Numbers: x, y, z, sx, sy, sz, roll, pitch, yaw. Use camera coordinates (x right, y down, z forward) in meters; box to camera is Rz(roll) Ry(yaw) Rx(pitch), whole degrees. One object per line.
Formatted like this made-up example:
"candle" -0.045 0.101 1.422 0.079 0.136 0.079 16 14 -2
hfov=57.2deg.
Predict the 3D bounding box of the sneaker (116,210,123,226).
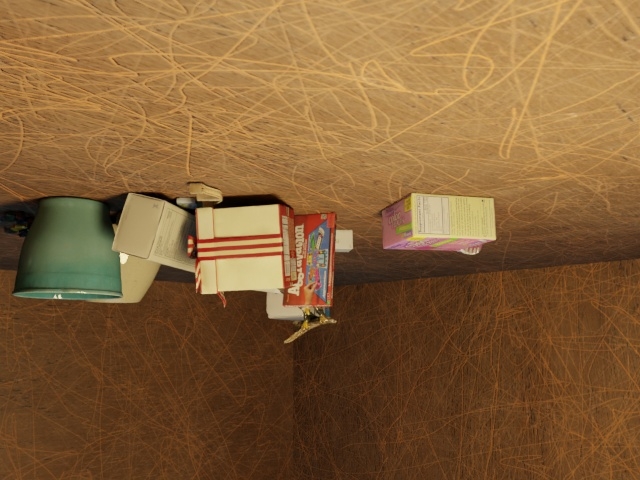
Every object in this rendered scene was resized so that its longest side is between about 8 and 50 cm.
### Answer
"sneaker" -0.530 -0.060 1.694 0.134 0.051 0.070 -13 160 37

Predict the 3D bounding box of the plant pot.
"plant pot" -0.666 0.024 1.579 0.271 0.255 0.272 0 170 0

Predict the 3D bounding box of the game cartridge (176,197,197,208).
"game cartridge" -0.360 -0.099 1.579 0.056 0.017 0.083 -2 171 -14

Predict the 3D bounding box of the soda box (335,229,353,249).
"soda box" 0.000 0.000 2.028 0.216 0.069 0.074 1 169 -11

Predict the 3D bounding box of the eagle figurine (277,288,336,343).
"eagle figurine" -0.068 0.162 1.878 0.226 0.298 0.225 -41 -156 -29

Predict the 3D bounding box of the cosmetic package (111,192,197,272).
"cosmetic package" -0.423 -0.013 1.609 0.113 0.160 0.309 14 173 14

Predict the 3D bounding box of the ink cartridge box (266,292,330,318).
"ink cartridge box" -0.092 0.210 2.626 0.166 0.286 0.395 -5 170 17

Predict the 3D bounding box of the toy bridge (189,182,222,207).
"toy bridge" -0.279 -0.111 1.474 0.063 0.026 0.188 -1 172 -1

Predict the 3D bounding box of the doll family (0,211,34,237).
"doll family" -0.872 -0.040 1.761 0.111 0.076 0.193 -7 174 15

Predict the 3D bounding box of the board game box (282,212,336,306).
"board game box" -0.030 0.055 1.715 0.145 0.281 0.027 -4 158 17

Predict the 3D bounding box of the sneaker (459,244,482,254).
"sneaker" 0.427 -0.008 1.962 0.236 0.095 0.104 8 175 -19

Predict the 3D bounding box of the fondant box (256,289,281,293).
"fondant box" -0.171 0.061 1.911 0.330 0.096 0.238 9 137 -26

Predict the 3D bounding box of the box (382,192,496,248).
"box" 0.321 -0.045 1.622 0.242 0.117 0.213 3 170 -15

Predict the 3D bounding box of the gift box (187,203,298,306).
"gift box" -0.209 0.041 1.586 0.258 0.276 0.255 -2 175 8

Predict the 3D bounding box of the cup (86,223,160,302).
"cup" -0.654 0.077 1.865 0.331 0.237 0.331 1 176 0
